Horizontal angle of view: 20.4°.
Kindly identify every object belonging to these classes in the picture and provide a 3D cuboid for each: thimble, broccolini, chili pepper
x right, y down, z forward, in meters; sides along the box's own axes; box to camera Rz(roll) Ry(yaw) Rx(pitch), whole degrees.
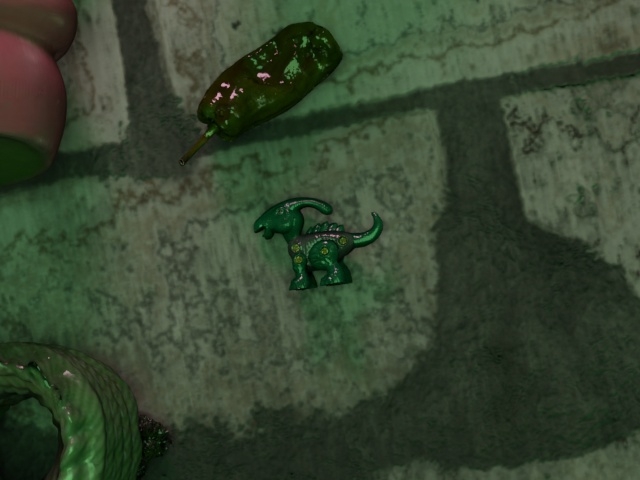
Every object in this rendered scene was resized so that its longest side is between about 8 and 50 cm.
[{"bbox_3d":[-0.290,0.209,1.751,0.219,0.150,0.219,-2,85,18],"label":"thimble"},{"bbox_3d":[-0.238,0.278,1.829,0.051,0.054,0.239,41,97,35],"label":"broccolini"},{"bbox_3d":[-0.073,-0.148,1.789,0.204,0.073,0.072,-36,74,-8],"label":"chili pepper"}]

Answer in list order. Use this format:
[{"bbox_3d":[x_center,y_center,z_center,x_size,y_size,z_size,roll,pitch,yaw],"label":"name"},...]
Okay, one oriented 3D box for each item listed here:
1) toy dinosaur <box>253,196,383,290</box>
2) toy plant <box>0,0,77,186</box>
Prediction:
[{"bbox_3d":[0.000,0.000,1.804,0.132,0.059,0.096,-11,87,10],"label":"toy dinosaur"},{"bbox_3d":[-0.369,-0.234,1.730,0.317,0.210,0.356,-4,80,3],"label":"toy plant"}]
